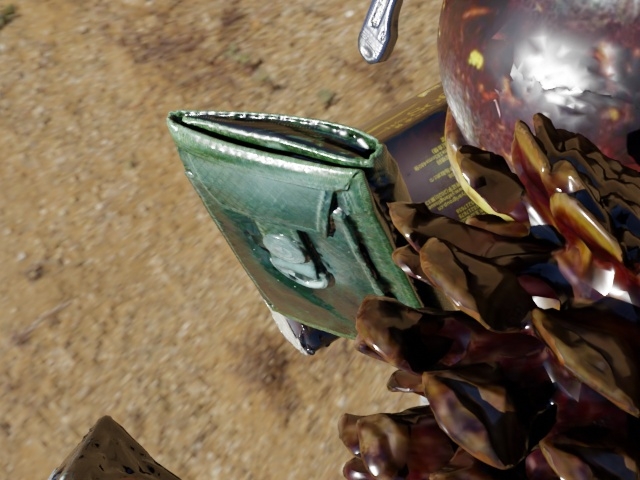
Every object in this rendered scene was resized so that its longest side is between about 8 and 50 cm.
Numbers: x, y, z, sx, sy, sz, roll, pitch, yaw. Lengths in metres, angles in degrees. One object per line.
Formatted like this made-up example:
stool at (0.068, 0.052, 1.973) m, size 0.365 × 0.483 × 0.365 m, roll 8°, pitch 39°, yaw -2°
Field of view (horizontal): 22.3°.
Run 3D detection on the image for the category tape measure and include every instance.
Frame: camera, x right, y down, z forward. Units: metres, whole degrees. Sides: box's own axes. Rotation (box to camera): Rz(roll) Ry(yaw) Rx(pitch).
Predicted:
tape measure at (-0.144, 0.241, 1.204) m, size 0.182 × 0.181 × 0.107 m, roll 43°, pitch 114°, yaw 0°

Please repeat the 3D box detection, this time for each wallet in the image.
wallet at (-0.001, 0.002, 1.105) m, size 0.160 × 0.055 × 0.236 m, roll 13°, pitch 150°, yaw 27°

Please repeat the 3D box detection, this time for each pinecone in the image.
pinecone at (0.094, 0.063, 0.589) m, size 0.207 × 0.208 × 0.208 m, roll 3°, pitch 104°, yaw 13°

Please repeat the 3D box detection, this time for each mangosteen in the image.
mangosteen at (0.150, -0.069, 0.759) m, size 0.192 × 0.192 × 0.217 m, roll 9°, pitch 140°, yaw 12°

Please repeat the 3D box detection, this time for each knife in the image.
knife at (0.061, -0.204, 1.350) m, size 0.031 × 0.018 × 0.121 m, roll 35°, pitch 117°, yaw 28°

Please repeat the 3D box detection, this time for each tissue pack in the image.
tissue pack at (0.075, -0.029, 1.979) m, size 0.370 × 0.198 × 0.210 m, roll -28°, pitch 106°, yaw -7°

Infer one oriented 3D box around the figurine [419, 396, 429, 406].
figurine at (0.260, 0.311, 1.922) m, size 0.248 × 0.381 × 0.203 m, roll 5°, pitch 133°, yaw -30°
